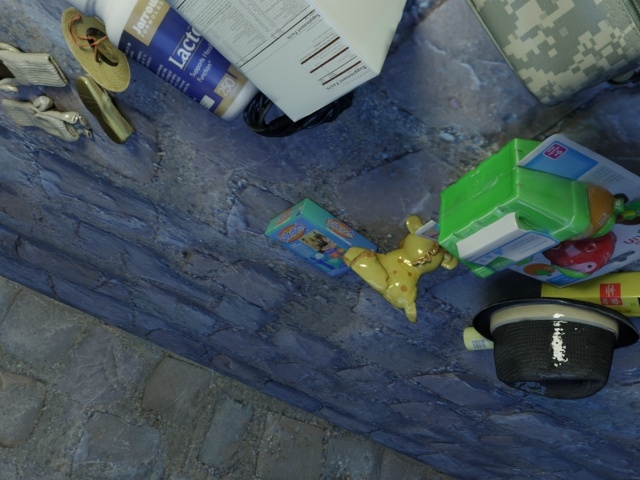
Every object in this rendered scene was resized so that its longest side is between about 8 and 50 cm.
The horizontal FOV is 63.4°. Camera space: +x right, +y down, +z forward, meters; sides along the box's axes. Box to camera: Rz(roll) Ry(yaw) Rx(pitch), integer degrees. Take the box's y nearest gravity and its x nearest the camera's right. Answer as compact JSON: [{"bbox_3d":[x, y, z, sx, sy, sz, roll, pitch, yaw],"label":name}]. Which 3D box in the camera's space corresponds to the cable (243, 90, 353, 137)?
[{"bbox_3d":[-0.035,-0.210,0.800,0.184,0.047,0.150,-21,171,-18],"label":"cable"}]

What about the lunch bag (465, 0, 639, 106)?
[{"bbox_3d":[0.245,-0.274,0.356,0.212,0.305,0.256,46,141,-18],"label":"lunch bag"}]

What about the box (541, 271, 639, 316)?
[{"bbox_3d":[0.570,0.108,1.027,0.232,0.058,0.087,-4,145,35],"label":"box"}]

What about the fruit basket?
[{"bbox_3d":[0.387,-0.009,0.847,0.353,0.165,0.327,25,149,-16],"label":"fruit basket"}]

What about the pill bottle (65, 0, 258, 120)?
[{"bbox_3d":[-0.197,-0.300,0.720,0.264,0.153,0.153,32,148,-20],"label":"pill bottle"}]

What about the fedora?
[{"bbox_3d":[0.480,0.240,1.092,0.334,0.152,0.334,13,153,7],"label":"fedora"}]

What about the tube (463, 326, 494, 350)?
[{"bbox_3d":[0.483,0.239,1.296,0.240,0.062,0.070,-12,179,36],"label":"tube"}]

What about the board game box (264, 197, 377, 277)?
[{"bbox_3d":[0.000,0.000,1.191,0.210,0.047,0.160,33,147,-24],"label":"board game box"}]

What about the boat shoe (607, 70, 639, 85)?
[{"bbox_3d":[0.361,-0.217,0.610,0.223,0.073,0.080,13,149,12],"label":"boat shoe"}]

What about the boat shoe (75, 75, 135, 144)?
[{"bbox_3d":[-0.424,-0.263,1.027,0.056,0.048,0.153,14,145,34],"label":"boat shoe"}]

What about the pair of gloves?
[{"bbox_3d":[-0.596,-0.295,1.066,0.204,0.042,0.240,15,150,7],"label":"pair of gloves"}]

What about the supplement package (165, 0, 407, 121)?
[{"bbox_3d":[-0.026,-0.292,0.595,0.203,0.194,0.149,39,145,-29],"label":"supplement package"}]

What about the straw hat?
[{"bbox_3d":[-0.349,-0.326,0.857,0.144,0.061,0.144,22,140,20],"label":"straw hat"}]

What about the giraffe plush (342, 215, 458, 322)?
[{"bbox_3d":[0.174,0.044,1.065,0.181,0.170,0.210,43,179,-32],"label":"giraffe plush"}]
